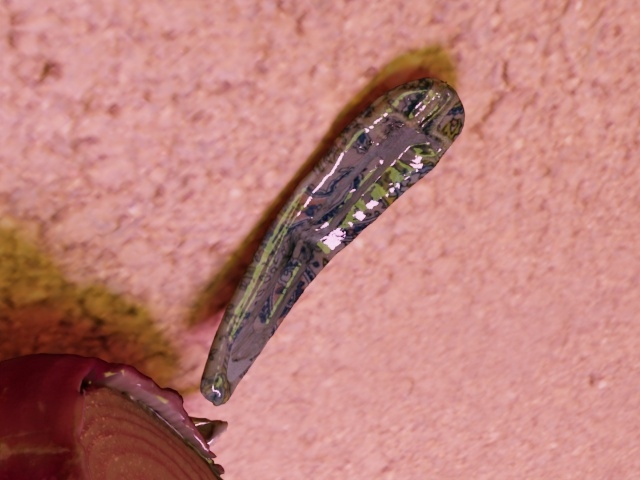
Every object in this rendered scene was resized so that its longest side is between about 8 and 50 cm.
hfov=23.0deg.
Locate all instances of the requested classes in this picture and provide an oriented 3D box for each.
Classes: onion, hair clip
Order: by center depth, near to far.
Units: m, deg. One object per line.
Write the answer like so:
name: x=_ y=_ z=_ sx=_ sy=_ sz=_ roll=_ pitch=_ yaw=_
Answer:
onion: x=-0.148 y=0.167 z=0.861 sx=0.200 sy=0.200 sz=0.207 roll=-38 pitch=149 yaw=5
hair clip: x=-0.001 y=-0.002 z=0.890 sx=0.066 sy=0.036 sz=0.229 roll=26 pitch=106 yaw=-47
